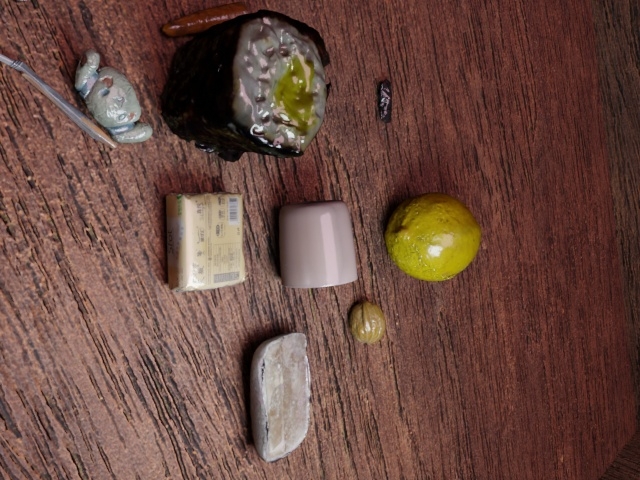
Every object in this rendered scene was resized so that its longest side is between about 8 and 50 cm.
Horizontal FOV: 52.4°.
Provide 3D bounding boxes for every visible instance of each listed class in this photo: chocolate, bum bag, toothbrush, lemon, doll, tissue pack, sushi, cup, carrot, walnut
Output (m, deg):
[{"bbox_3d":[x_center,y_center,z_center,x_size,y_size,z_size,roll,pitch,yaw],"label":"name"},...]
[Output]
[{"bbox_3d":[-0.110,0.380,1.617,0.185,0.100,0.304,-10,103,-51],"label":"chocolate"},{"bbox_3d":[0.187,-0.397,1.856,0.057,0.034,0.125,-19,107,-54],"label":"bum bag"},{"bbox_3d":[-0.533,-0.296,1.231,0.375,0.028,0.037,45,58,-34],"label":"toothbrush"},{"bbox_3d":[0.329,-0.012,1.870,0.310,0.257,0.258,-11,101,-45],"label":"lemon"},{"bbox_3d":[-0.419,-0.280,1.307,0.103,0.071,0.214,-41,128,-18],"label":"doll"},{"bbox_3d":[-0.256,0.001,1.461,0.186,0.090,0.223,-7,100,-43],"label":"tissue pack"},{"bbox_3d":[-0.149,-0.327,1.393,0.281,0.294,0.300,38,68,-33],"label":"sushi"},{"bbox_3d":[0.000,0.000,1.644,0.253,0.191,0.201,-18,104,-70],"label":"cup"},{"bbox_3d":[-0.260,-0.483,1.442,0.209,0.061,0.061,-25,110,-34],"label":"carrot"},{"bbox_3d":[0.131,0.227,1.821,0.105,0.105,0.125,5,79,-42],"label":"walnut"}]
